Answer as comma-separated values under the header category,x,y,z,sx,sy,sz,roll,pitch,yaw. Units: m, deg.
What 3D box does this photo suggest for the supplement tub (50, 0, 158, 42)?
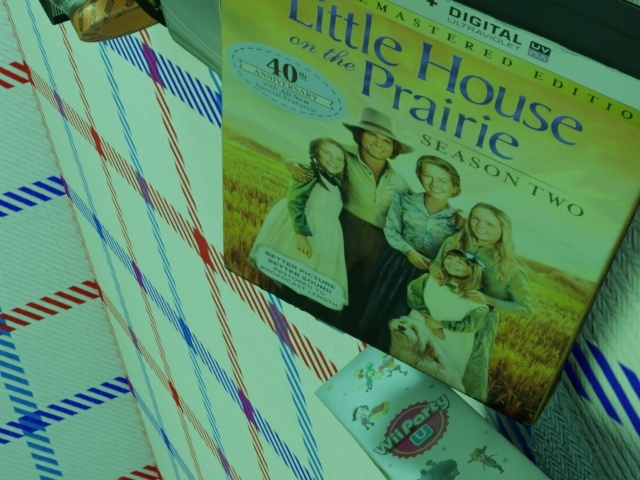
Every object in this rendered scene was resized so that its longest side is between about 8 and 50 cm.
category,x,y,z,sx,sy,sz,roll,pitch,yaw
supplement tub,-0.282,-0.416,1.508,0.316,0.194,0.193,69,163,0

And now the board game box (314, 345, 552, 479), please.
category,x,y,z,sx,sy,sz,roll,pitch,yaw
board game box,0.144,0.235,1.063,0.224,0.097,0.303,53,172,-33

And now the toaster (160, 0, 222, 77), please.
category,x,y,z,sx,sy,sz,roll,pitch,yaw
toaster,-0.051,-0.224,0.974,0.146,0.129,0.227,46,149,41

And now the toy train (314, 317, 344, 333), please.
category,x,y,z,sx,sy,sz,roll,pitch,yaw
toy train,0.000,0.000,1.222,0.105,0.080,0.184,23,138,51

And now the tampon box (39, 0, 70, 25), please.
category,x,y,z,sx,sy,sz,roll,pitch,yaw
tampon box,-0.323,-0.393,1.709,0.120,0.161,0.101,56,159,32

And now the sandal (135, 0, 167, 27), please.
category,x,y,z,sx,sy,sz,roll,pitch,yaw
sandal,-0.130,-0.265,1.250,0.303,0.086,0.120,41,165,18

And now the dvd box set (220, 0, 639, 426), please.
category,x,y,z,sx,sy,sz,roll,pitch,yaw
dvd box set,0.070,-0.045,0.888,0.308,0.062,0.420,27,148,13

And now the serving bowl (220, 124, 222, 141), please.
category,x,y,z,sx,sy,sz,roll,pitch,yaw
serving bowl,-0.084,-0.098,1.401,0.083,0.027,0.083,55,158,36
